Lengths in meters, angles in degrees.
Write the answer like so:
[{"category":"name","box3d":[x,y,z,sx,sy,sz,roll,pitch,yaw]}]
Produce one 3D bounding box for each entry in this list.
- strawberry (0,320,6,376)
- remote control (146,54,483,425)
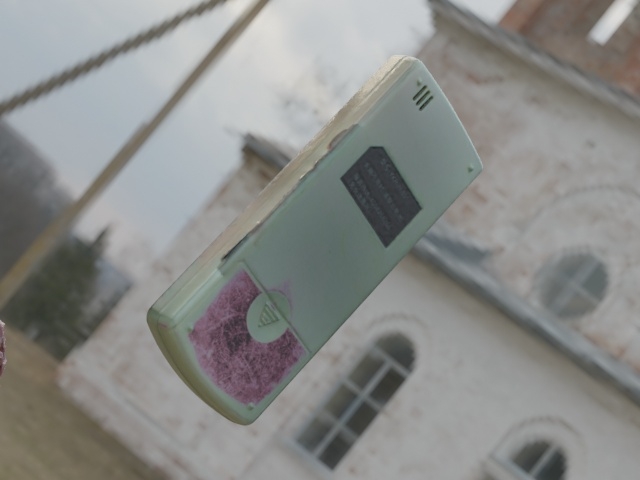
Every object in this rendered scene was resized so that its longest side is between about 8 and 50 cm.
[{"category":"strawberry","box3d":[-0.435,0.083,1.905,0.205,0.205,0.244,37,-43,21]},{"category":"remote control","box3d":[-0.001,0.000,1.540,0.050,0.344,0.145,21,-29,50]}]
